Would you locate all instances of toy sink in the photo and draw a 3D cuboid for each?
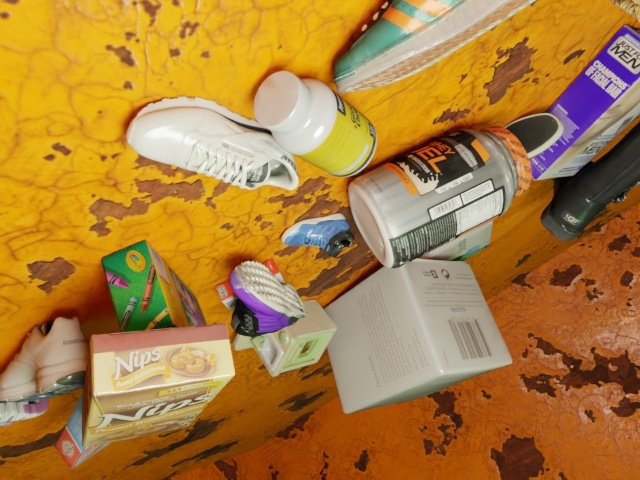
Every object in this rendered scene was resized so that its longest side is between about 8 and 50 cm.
[{"bbox_3d":[-0.096,0.272,1.235,0.234,0.131,0.152,-1,127,-43],"label":"toy sink"}]

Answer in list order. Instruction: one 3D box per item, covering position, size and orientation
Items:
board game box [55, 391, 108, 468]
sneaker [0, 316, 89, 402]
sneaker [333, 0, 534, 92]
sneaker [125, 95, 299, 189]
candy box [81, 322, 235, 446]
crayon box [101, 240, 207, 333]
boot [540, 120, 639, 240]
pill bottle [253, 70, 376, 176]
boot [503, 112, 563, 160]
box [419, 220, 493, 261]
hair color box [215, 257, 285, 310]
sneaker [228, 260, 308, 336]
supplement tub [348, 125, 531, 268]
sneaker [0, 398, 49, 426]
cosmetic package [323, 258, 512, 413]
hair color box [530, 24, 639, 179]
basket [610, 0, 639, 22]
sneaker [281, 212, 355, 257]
[{"bbox_3d":[-0.409,0.345,1.022,0.242,0.064,0.317,-53,165,28],"label":"board game box"},{"bbox_3d":[-0.500,0.222,0.814,0.297,0.129,0.111,-22,162,31],"label":"sneaker"},{"bbox_3d":[0.134,-0.293,0.545,0.302,0.120,0.108,-23,-178,30],"label":"sneaker"},{"bbox_3d":[-0.129,-0.117,0.588,0.235,0.094,0.090,-2,144,-41],"label":"sneaker"},{"bbox_3d":[-0.273,0.238,0.712,0.183,0.087,0.316,0,148,-30],"label":"candy box"},{"bbox_3d":[-0.279,0.140,0.815,0.081,0.165,0.278,-25,153,-9],"label":"crayon box"},{"bbox_3d":[0.780,-0.233,1.114,0.367,0.146,0.445,-47,167,-39],"label":"boot"},{"bbox_3d":[-0.004,-0.160,0.623,0.103,0.103,0.184,-40,152,21],"label":"pill bottle"},{"bbox_3d":[0.448,-0.189,1.044,0.244,0.088,0.176,-33,155,26],"label":"boot"},{"bbox_3d":[0.392,0.043,1.426,0.322,0.058,0.232,-30,154,6],"label":"box"},{"bbox_3d":[-0.156,0.100,1.002,0.141,0.043,0.072,-26,153,-8],"label":"hair color box"},{"bbox_3d":[-0.136,0.146,0.940,0.146,0.102,0.293,-32,152,5],"label":"sneaker"},{"bbox_3d":[0.230,-0.093,0.873,0.316,0.193,0.193,-26,154,-8],"label":"supplement tub"},{"bbox_3d":[-0.663,0.327,0.861,0.105,0.095,0.236,-27,156,14],"label":"sneaker"},{"bbox_3d":[0.259,0.284,1.326,0.330,0.327,0.394,6,146,-39],"label":"cosmetic package"},{"bbox_3d":[0.621,-0.292,1.005,0.185,0.110,0.338,-10,147,-33],"label":"hair color box"},{"bbox_3d":[0.365,-0.369,0.400,0.214,0.299,0.223,-29,151,-3],"label":"basket"},{"bbox_3d":[0.000,-0.001,0.931,0.152,0.084,0.058,-15,151,-26],"label":"sneaker"}]
